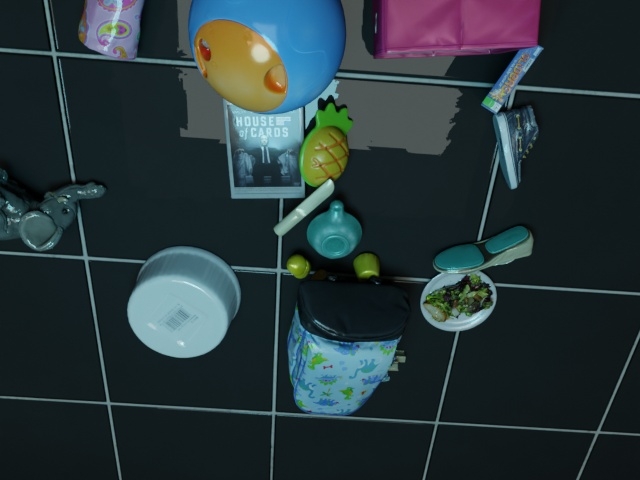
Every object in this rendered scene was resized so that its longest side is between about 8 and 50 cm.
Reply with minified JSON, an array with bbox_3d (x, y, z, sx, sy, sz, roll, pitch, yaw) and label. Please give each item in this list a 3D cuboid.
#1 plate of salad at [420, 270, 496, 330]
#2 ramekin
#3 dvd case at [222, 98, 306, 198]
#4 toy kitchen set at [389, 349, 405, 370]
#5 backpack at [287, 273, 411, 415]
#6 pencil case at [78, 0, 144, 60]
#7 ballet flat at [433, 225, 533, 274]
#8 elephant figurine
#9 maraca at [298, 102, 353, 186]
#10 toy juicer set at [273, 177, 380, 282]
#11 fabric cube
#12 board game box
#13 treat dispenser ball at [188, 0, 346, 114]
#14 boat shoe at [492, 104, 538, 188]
[{"bbox_3d":[0.364,0.163,1.337,0.199,0.048,0.200,0,116,1],"label":"plate of salad"},{"bbox_3d":[-0.349,0.165,1.299,0.277,0.135,0.277,0,116,1],"label":"ramekin"},{"bbox_3d":[-0.124,-0.211,1.168,0.179,0.030,0.239,0,117,0],"label":"dvd case"},{"bbox_3d":[0.194,0.306,1.399,0.083,0.068,0.075,3,116,-1],"label":"toy kitchen set"},{"bbox_3d":[0.042,0.278,1.288,0.290,0.273,0.355,7,147,-18],"label":"backpack"},{"bbox_3d":[-0.383,-0.500,0.981,0.124,0.124,0.284,19,114,-9],"label":"pencil case"},{"bbox_3d":[0.406,0.043,1.265,0.248,0.086,0.086,-19,115,9],"label":"ballet flat"},{"bbox_3d":[-0.656,-0.059,1.193,0.239,0.169,0.186,18,146,-25],"label":"elephant figurine"},{"bbox_3d":[0.014,-0.208,1.130,0.127,0.099,0.186,6,106,-43],"label":"maraca"},{"bbox_3d":[0.000,0.000,1.240,0.209,0.089,0.329,-21,126,14],"label":"toy juicer set"},{"bbox_3d":[0.222,-0.462,0.896,0.259,0.254,0.258,-2,108,3],"label":"fabric cube"},{"bbox_3d":[0.377,-0.320,1.013,0.035,0.201,0.136,36,114,7],"label":"board game box"},{"bbox_3d":[-0.096,-0.380,0.940,0.288,0.288,0.288,0,116,1],"label":"treat dispenser ball"},{"bbox_3d":[0.446,-0.207,1.142,0.083,0.065,0.183,-15,115,9],"label":"boat shoe"}]
